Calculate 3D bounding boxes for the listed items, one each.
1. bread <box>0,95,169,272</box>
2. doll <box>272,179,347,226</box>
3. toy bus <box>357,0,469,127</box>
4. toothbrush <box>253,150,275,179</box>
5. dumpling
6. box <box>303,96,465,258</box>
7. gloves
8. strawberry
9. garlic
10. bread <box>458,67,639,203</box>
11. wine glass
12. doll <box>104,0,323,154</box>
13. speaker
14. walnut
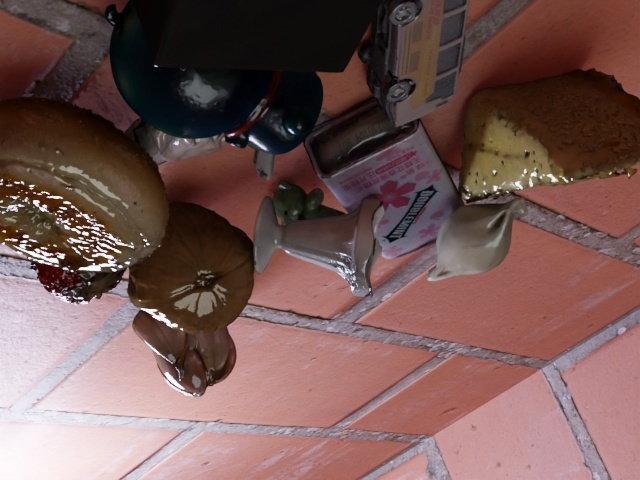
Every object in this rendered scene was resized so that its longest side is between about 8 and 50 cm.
[{"bbox_3d":[-0.348,-0.076,1.296,0.306,0.158,0.305,7,147,5],"label":"bread"},{"bbox_3d":[-0.017,-0.042,1.643,0.077,0.150,0.115,-59,167,-30],"label":"doll"},{"bbox_3d":[0.132,-0.307,1.343,0.138,0.097,0.342,-23,150,-11],"label":"toy bus"},{"bbox_3d":[-0.072,-0.216,1.410,0.040,0.042,0.418,-43,161,-30],"label":"toothbrush"},{"bbox_3d":[0.281,-0.009,1.709,0.229,0.124,0.151,-38,176,34],"label":"dumpling"},{"bbox_3d":[0.123,-0.103,1.659,0.190,0.112,0.370,-28,151,10],"label":"box"},{"bbox_3d":[-0.164,-0.175,1.361,0.212,0.111,0.127,-21,147,15],"label":"gloves"},{"bbox_3d":[-0.369,0.043,1.504,0.145,0.086,0.145,-30,159,-13],"label":"strawberry"},{"bbox_3d":[-0.254,0.196,1.874,0.160,0.191,0.214,-39,144,-21],"label":"garlic"},{"bbox_3d":[0.401,-0.114,1.583,0.248,0.315,0.279,-8,132,-16],"label":"bread"},{"bbox_3d":[0.000,0.000,1.550,0.197,0.165,0.165,8,152,10],"label":"wine glass"},{"bbox_3d":[-0.124,-0.213,1.202,0.322,0.186,0.198,18,104,-32],"label":"doll"},{"bbox_3d":[-0.075,-0.326,1.009,0.232,0.254,0.184,-4,147,-28],"label":"speaker"},{"bbox_3d":[-0.214,0.044,1.571,0.228,0.228,0.228,-16,150,-9],"label":"walnut"}]
